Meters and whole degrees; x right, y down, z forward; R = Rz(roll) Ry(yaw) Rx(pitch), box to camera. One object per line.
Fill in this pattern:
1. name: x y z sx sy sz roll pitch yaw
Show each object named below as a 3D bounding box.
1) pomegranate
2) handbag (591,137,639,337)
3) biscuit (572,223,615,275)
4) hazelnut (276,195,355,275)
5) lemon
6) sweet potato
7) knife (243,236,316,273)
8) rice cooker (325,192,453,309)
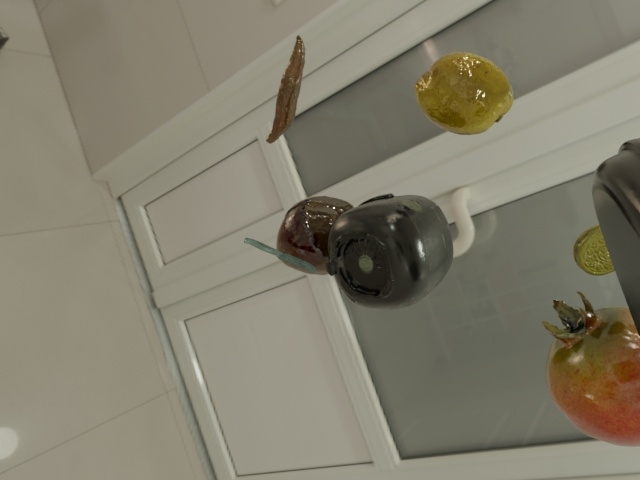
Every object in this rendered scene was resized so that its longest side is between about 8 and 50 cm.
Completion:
1. pomegranate: 0.464 0.200 0.857 0.257 0.221 0.221 52 34 4
2. handbag: 0.294 0.065 0.381 0.308 0.092 0.254 61 20 -17
3. biscuit: 0.431 0.015 0.821 0.084 0.084 0.023 51 13 -24
4. hazelnut: 0.000 0.000 1.413 0.233 0.218 0.218 -6 75 -28
5. lemon: 0.312 -0.321 1.170 0.207 0.170 0.170 30 36 8
6. sweet potato: -0.089 -0.408 1.488 0.066 0.315 0.072 5 33 -20
7. knife: -0.098 0.035 1.296 0.028 0.210 0.015 -21 130 -65
8. rice cooker: 0.149 0.026 1.196 0.224 0.267 0.267 -27 94 -45
